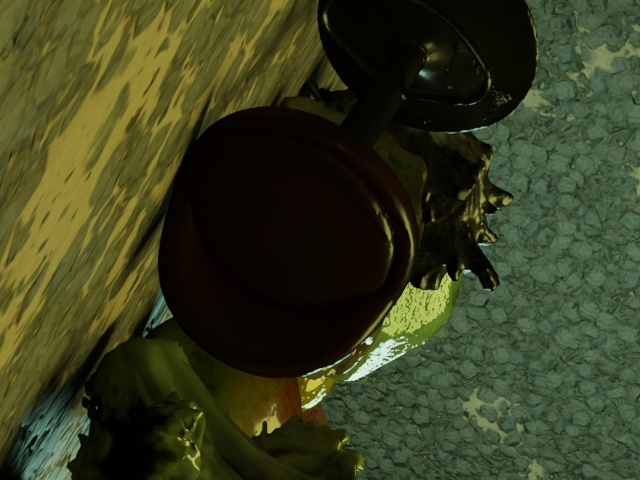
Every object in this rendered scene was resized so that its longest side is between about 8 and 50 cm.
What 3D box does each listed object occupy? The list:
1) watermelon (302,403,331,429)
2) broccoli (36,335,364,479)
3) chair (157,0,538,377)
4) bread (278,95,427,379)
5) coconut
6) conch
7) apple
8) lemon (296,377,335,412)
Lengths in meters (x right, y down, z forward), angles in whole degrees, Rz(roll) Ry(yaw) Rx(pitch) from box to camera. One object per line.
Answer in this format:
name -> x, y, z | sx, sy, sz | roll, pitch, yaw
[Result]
watermelon -> -0.095, 0.279, 2.825 | 0.283, 0.292, 0.250 | -46, 136, -74
broccoli -> -0.125, 0.215, 1.572 | 0.348, 0.281, 0.293 | -17, 152, -15
chair -> 0.026, -0.081, 1.596 | 0.401, 0.226, 0.226 | -57, 175, -45
bread -> -0.005, -0.004, 1.899 | 0.252, 0.196, 0.238 | 107, -10, -47
coconut -> 0.053, 0.035, 2.483 | 0.328, 0.281, 0.328 | -62, 175, -9
conch -> 0.080, -0.056, 2.093 | 0.241, 0.313, 0.186 | -54, -161, 9
apple -> -0.114, 0.163, 1.848 | 0.196, 0.196, 0.196 | -60, 177, -6
lemon -> -0.060, 0.166, 2.725 | 0.187, 0.187, 0.244 | -62, -179, 31
